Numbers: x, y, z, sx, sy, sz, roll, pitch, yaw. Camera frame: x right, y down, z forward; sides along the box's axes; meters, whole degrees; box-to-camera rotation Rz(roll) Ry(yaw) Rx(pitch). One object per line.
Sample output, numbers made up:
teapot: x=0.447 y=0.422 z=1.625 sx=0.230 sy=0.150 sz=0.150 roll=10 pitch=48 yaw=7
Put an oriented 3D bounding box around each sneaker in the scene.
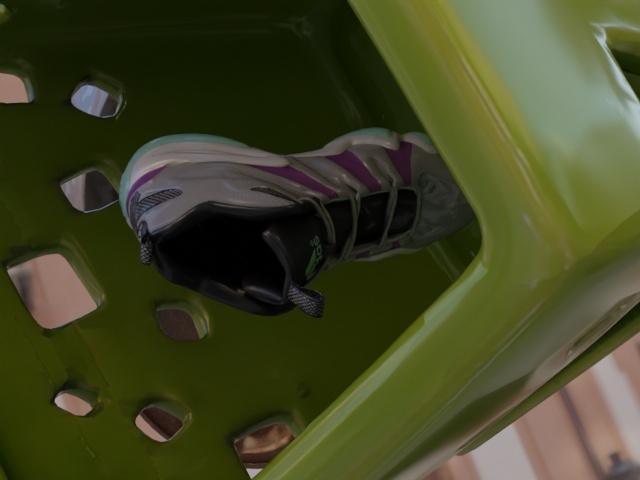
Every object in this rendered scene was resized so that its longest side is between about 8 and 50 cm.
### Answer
sneaker: x=0.000 y=0.000 z=0.424 sx=0.098 sy=0.069 sz=0.038 roll=-3 pitch=-64 yaw=-9

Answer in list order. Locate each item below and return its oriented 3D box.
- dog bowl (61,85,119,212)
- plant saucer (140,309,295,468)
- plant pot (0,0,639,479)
dog bowl: x=-0.084 y=-0.072 z=1.551 sx=0.349 sy=0.102 sz=0.348 roll=-12 pitch=-69 yaw=-33
plant saucer: x=-0.049 y=0.062 z=1.178 sx=0.199 sy=0.198 sz=0.036 roll=-26 pitch=10 yaw=10
plant pot: x=0.002 y=-0.043 z=0.469 sx=0.207 sy=0.227 sz=0.228 roll=-15 pitch=-22 yaw=-46
